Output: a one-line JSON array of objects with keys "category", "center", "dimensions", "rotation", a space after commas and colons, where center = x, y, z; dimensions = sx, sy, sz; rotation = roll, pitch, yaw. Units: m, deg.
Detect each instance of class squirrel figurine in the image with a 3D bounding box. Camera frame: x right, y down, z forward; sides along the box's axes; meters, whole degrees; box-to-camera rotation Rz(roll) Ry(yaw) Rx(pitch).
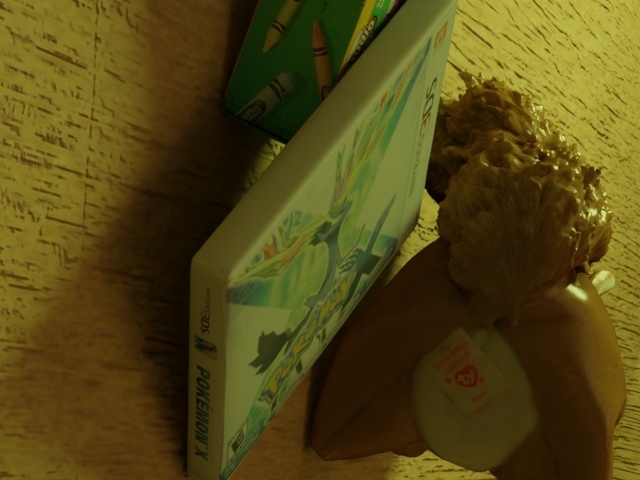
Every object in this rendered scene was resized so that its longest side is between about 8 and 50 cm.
[{"category": "squirrel figurine", "center": [0.191, 0.044, 1.805], "dimensions": [0.370, 0.281, 0.396], "rotation": [-40, 141, -67]}]

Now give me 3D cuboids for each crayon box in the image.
[{"category": "crayon box", "center": [0.035, -0.216, 1.415], "dimensions": [0.165, 0.081, 0.278], "rotation": [-25, 139, -65]}]

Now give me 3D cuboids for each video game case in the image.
[{"category": "video game case", "center": [0.000, 0.000, 1.445], "dimensions": [0.329, 0.036, 0.300], "rotation": [-52, 162, -32]}]
